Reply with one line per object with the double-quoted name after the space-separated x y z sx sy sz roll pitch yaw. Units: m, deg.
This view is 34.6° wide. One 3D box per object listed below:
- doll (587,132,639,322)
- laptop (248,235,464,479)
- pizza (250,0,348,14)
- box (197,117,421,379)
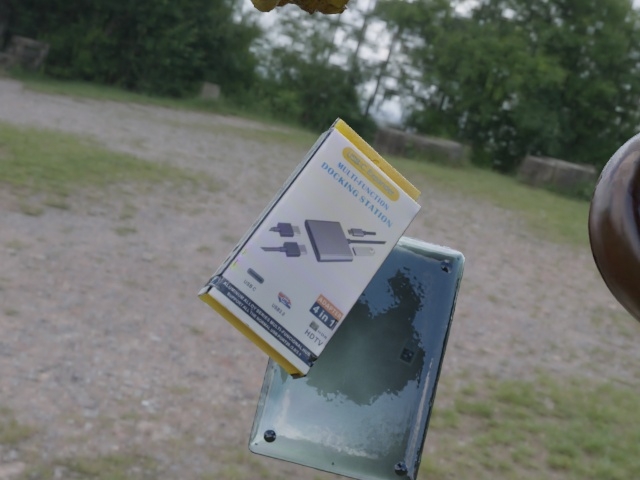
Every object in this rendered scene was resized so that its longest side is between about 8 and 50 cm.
0.278 -0.021 0.468 0.317 0.209 0.340 32 -3 7 "doll"
0.042 0.117 1.105 0.187 0.269 0.015 15 -10 -7 "laptop"
0.001 -0.328 1.277 0.063 0.182 0.161 62 6 20 "pizza"
0.000 0.000 1.011 0.129 0.247 0.033 40 -23 -12 "box"
